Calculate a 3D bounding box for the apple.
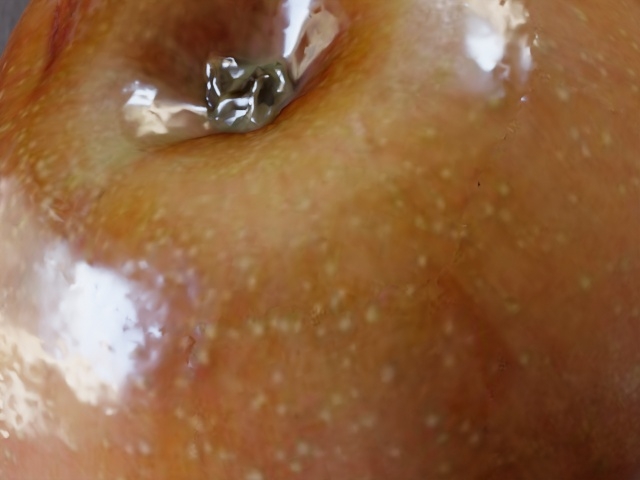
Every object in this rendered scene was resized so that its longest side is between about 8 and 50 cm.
[{"bbox_3d":[0.000,0.000,0.448,0.201,0.201,0.162,-27,135,-1],"label":"apple"}]
